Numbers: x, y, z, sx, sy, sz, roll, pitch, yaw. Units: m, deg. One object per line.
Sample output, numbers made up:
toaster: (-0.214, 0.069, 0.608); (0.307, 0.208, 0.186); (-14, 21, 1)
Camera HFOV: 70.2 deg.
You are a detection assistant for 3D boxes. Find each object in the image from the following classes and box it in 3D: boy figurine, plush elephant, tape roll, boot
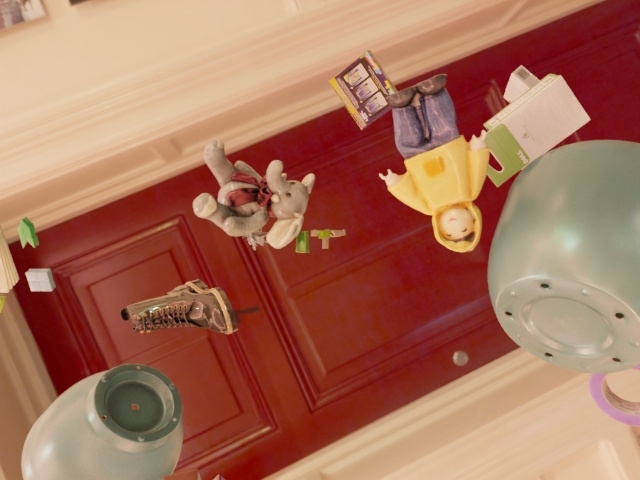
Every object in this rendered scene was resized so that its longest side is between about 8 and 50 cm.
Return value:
boy figurine: (0.186, -0.109, 0.737); (0.092, 0.177, 0.285); (-51, -56, -69)
plush elephant: (-0.152, -0.118, 1.256); (0.272, 0.255, 0.330); (-88, -27, -44)
tape roll: (0.827, 0.387, 1.211); (0.080, 0.189, 0.189); (-12, -107, -53)
boot: (-0.225, 0.124, 0.717); (0.198, 0.137, 0.077); (4, 107, 57)

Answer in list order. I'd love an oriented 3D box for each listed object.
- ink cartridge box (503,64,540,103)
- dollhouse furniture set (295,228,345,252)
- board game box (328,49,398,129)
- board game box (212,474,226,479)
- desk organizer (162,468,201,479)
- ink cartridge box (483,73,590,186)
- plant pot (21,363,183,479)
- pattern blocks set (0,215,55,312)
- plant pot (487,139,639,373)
ink cartridge box: (0.445, -0.331, 1.005); (0.063, 0.029, 0.115); (49, -175, 15)
dollhouse furniture set: (0.000, 0.000, 1.246); (0.076, 0.152, 0.058); (3, 95, 40)
board game box: (0.131, -0.430, 1.306); (0.170, 0.141, 0.048); (54, -153, -12)
board game box: (-0.217, 0.648, 0.950); (0.142, 0.144, 0.275); (46, 169, -7)
desk organizer: (-0.159, 0.347, 0.558); (0.050, 0.047, 0.130); (-114, 15, -62)
ink cartridge box: (0.404, -0.217, 0.908); (0.109, 0.209, 0.062); (47, -162, -15)
plant pot: (-0.396, 0.373, 0.903); (0.293, 0.196, 0.293); (31, -155, -16)
pattern blocks set: (-0.721, 0.033, 0.916); (0.026, 0.325, 0.285); (-93, -7, -65)
plant pot: (0.382, 0.042, 0.655); (0.293, 0.235, 0.293); (26, 143, 22)
